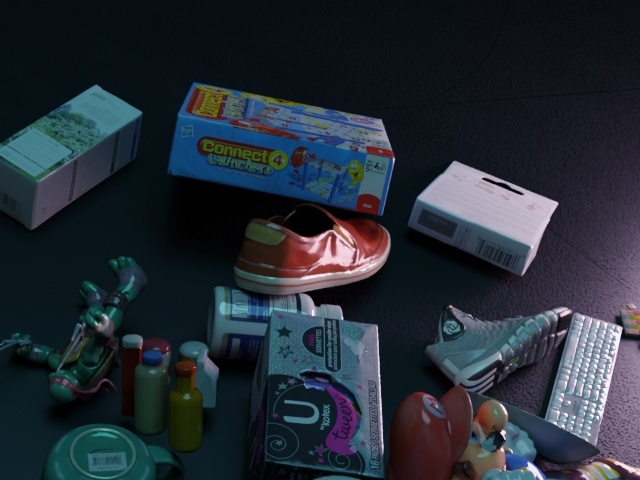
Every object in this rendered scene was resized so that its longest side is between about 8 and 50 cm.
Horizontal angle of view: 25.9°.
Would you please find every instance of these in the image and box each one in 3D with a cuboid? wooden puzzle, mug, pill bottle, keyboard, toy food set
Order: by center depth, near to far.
[{"bbox_3d":[-0.243,0.265,1.585,0.129,0.097,0.158,29,42,17],"label":"mug"},{"bbox_3d":[-0.181,0.154,1.677,0.111,0.105,0.232,3,20,1],"label":"toy food set"},{"bbox_3d":[-0.060,0.113,1.820,0.169,0.094,0.094,6,40,-11],"label":"pill bottle"},{"bbox_3d":[0.362,0.189,1.918,0.072,0.014,0.256,21,40,6],"label":"keyboard"},{"bbox_3d":[0.464,0.123,2.032,0.049,0.006,0.083,7,40,-8],"label":"wooden puzzle"}]

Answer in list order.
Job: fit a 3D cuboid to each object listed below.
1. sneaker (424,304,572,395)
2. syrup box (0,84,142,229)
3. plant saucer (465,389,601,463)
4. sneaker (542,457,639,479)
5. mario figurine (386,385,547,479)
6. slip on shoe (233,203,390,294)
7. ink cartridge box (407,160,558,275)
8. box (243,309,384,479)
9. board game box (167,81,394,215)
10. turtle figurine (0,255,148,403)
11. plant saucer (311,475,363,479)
[{"bbox_3d":[0.235,0.118,1.911,0.228,0.086,0.132,-25,51,-36],"label":"sneaker"},{"bbox_3d":[-0.366,-0.123,2.001,0.093,0.096,0.237,31,42,17],"label":"syrup box"},{"bbox_3d":[0.251,0.240,1.737,0.195,0.195,0.037,23,80,10],"label":"plant saucer"},{"bbox_3d":[0.332,0.309,1.738,0.185,0.070,0.084,10,26,-9],"label":"sneaker"},{"bbox_3d":[0.215,0.254,1.541,0.320,0.198,0.170,36,61,-26],"label":"mario figurine"},{"bbox_3d":[0.000,0.000,1.906,0.123,0.101,0.331,15,14,30],"label":"slip on shoe"},{"bbox_3d":[0.253,-0.038,2.140,0.189,0.066,0.232,23,20,11],"label":"ink cartridge box"},{"bbox_3d":[-0.012,0.225,1.648,0.142,0.163,0.247,8,40,-8],"label":"box"},{"bbox_3d":[-0.056,-0.139,2.027,0.301,0.086,0.308,11,14,-4],"label":"board game box"},{"bbox_3d":[-0.300,0.124,1.726,0.175,0.118,0.234,-16,27,29],"label":"turtle figurine"},{"bbox_3d":[0.064,0.434,1.400,0.400,0.100,0.400,40,26,-24],"label":"plant saucer"}]
